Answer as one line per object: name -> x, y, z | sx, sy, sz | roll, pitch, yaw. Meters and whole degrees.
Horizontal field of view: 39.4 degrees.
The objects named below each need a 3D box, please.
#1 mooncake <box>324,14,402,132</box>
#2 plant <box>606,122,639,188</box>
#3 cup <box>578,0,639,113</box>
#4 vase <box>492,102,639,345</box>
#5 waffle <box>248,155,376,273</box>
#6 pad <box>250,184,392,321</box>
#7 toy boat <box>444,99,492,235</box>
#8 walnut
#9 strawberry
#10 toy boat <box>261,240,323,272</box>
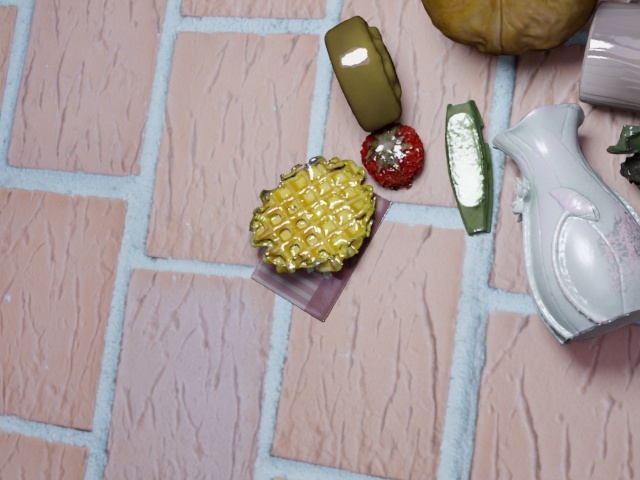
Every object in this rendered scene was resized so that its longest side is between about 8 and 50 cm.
mooncake -> 0.100, -0.342, 1.856 | 0.117, 0.235, 0.235 | -24, 76, 9
plant -> 0.647, -0.157, 1.699 | 0.203, 0.131, 0.142 | 32, 97, -16
cup -> 0.662, -0.376, 1.729 | 0.273, 0.208, 0.288 | 12, 86, 18
vase -> 0.486, -0.040, 1.717 | 0.250, 0.250, 0.445 | -20, 72, 11
waffle -> -0.019, -0.057, 1.904 | 0.262, 0.060, 0.280 | 9, 72, 11
pad -> 0.000, 0.000, 1.948 | 0.202, 0.005, 0.300 | 31, 90, 17
toy boat -> 0.310, -0.158, 1.866 | 0.093, 0.055, 0.293 | -9, 79, 16
walnut -> 0.371, -0.524, 1.751 | 0.354, 0.398, 0.308 | -4, 113, 13
strawberry -> 0.151, -0.183, 1.897 | 0.145, 0.086, 0.145 | -3, 79, 13
toy boat -> -0.053, 0.028, 1.936 | 0.149, 0.034, 0.105 | -26, 70, 8
